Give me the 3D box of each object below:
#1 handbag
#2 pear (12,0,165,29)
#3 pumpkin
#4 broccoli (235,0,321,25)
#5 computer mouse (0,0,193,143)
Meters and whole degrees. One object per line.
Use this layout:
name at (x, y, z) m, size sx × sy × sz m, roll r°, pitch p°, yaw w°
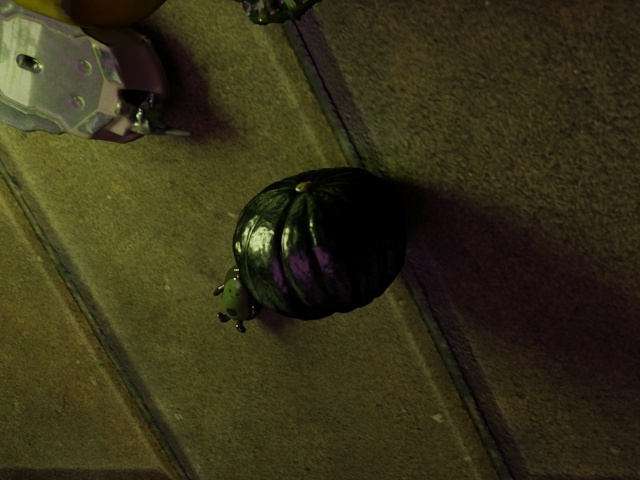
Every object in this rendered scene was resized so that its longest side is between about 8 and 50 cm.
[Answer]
handbag at (-0.116, 0.074, 1.847) m, size 0.072 × 0.047 × 0.111 m, roll 27°, pitch 137°, yaw 17°
pear at (-0.289, -0.390, 1.456) m, size 0.336 × 0.285 × 0.285 m, roll 31°, pitch 138°, yaw 36°
pumpkin at (0.000, 0.000, 1.579) m, size 0.220 × 0.220 × 0.162 m, roll 5°, pitch 124°, yaw 35°
broccoli at (-0.075, -0.367, 1.313) m, size 0.269 × 0.269 × 0.254 m, roll 36°, pitch 127°, yaw 8°
computer mouse at (-0.330, -0.238, 1.721) m, size 0.389 × 0.115 × 0.199 m, roll 23°, pitch 125°, yaw 6°
